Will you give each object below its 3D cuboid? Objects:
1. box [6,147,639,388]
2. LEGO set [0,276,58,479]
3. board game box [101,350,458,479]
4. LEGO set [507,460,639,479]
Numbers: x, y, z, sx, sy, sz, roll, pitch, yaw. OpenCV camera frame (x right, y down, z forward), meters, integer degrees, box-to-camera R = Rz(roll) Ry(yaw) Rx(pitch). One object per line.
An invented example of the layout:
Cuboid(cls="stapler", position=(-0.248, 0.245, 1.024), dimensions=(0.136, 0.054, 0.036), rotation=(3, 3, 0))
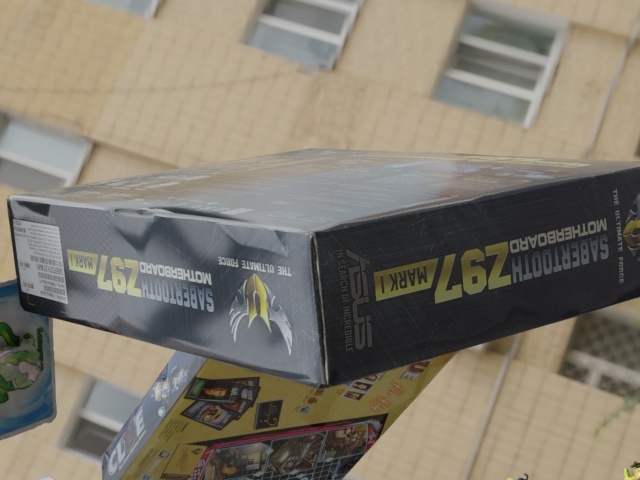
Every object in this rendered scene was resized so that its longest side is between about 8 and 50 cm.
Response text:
Cuboid(cls="box", position=(0.000, 0.000, 0.564), dimensions=(0.183, 0.232, 0.059), rotation=(-13, -77, -37))
Cuboid(cls="LEGO set", position=(-0.199, 0.087, 0.585), dimensions=(0.182, 0.060, 0.244), rotation=(-17, -67, -50))
Cuboid(cls="board game box", position=(-0.034, 0.118, 0.951), dimensions=(0.243, 0.165, 0.042), rotation=(-53, 33, 34))
Cuboid(cls="LEGO set", position=(0.183, 0.309, 1.104), dimensions=(0.192, 0.331, 0.255), rotation=(39, -132, -46))
